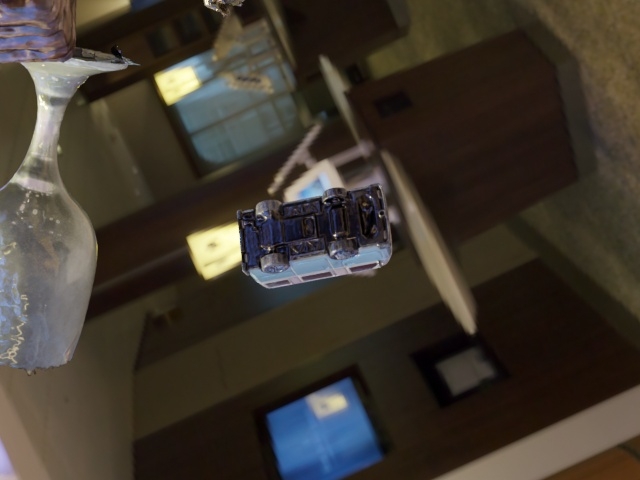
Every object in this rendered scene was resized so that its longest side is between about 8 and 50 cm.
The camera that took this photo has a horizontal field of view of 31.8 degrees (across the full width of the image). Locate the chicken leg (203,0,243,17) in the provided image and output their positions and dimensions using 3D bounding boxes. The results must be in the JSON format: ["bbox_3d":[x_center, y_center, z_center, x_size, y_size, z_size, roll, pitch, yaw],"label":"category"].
[{"bbox_3d":[-0.128,-0.321,1.107,0.088,0.103,0.228,13,153,44],"label":"chicken leg"}]

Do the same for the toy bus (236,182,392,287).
[{"bbox_3d":[0.000,0.000,0.926,0.075,0.123,0.060,60,-159,-66],"label":"toy bus"}]

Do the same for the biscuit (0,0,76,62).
[{"bbox_3d":[-0.177,-0.214,0.580,0.070,0.106,0.252,93,177,-75],"label":"biscuit"}]

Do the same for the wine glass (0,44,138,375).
[{"bbox_3d":[-0.270,-0.038,1.087,0.143,0.143,0.321,-120,40,-78],"label":"wine glass"}]
